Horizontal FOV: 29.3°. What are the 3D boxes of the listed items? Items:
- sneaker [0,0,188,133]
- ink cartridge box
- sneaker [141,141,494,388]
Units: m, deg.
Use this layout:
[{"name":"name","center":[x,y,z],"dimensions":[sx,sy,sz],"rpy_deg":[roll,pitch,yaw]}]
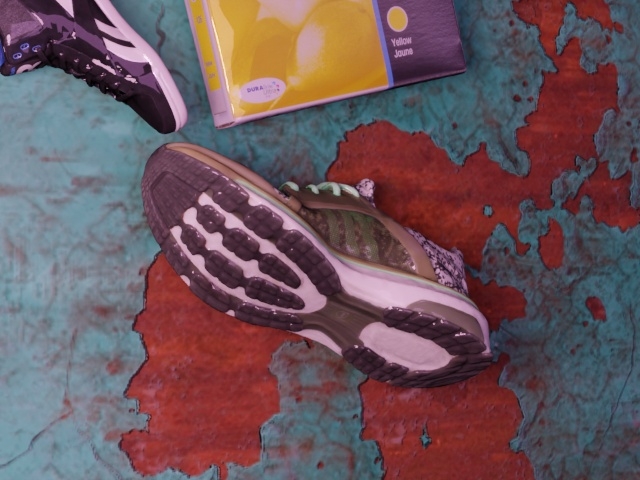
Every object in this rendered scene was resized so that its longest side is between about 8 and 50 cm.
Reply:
[{"name":"sneaker","center":[-0.231,-0.165,1.139],"dimensions":[0.121,0.079,0.217],"rpy_deg":[-40,99,-22]},{"name":"ink cartridge box","center":[-0.006,-0.297,1.278],"dimensions":[0.304,0.072,0.307],"rpy_deg":[-17,98,-29]},{"name":"sneaker","center":[0.000,0.000,1.256],"dimensions":[0.410,0.158,0.182],"rpy_deg":[32,41,-24]}]
